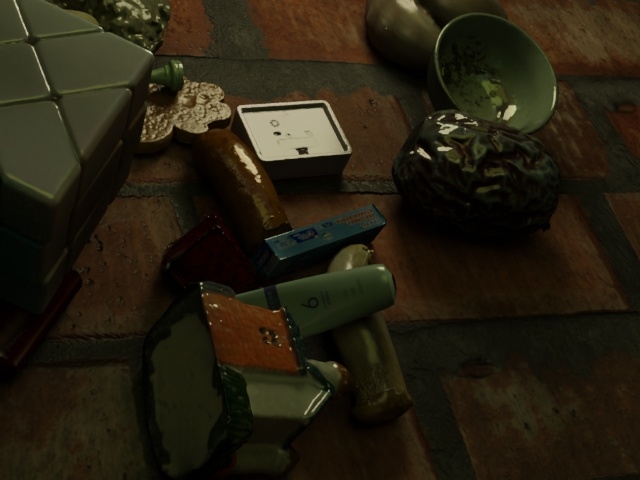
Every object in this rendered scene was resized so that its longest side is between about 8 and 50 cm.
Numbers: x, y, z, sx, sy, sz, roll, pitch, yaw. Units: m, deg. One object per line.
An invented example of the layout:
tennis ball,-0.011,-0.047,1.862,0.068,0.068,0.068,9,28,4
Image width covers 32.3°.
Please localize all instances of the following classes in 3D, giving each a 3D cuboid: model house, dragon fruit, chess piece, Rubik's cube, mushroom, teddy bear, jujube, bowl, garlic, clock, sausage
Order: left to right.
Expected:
Rubik's cube,-0.461,-0.141,1.601,0.322,0.316,0.319,26,53,-2
teddy bear,-0.462,-0.449,2.095,0.367,0.224,0.357,45,46,-1
chess piece,-0.330,-0.301,2.038,0.149,0.059,0.059,-5,53,-15
dragon fruit,-0.176,0.049,1.837,0.161,0.120,0.127,52,4,-9
sausage,-0.143,-0.098,1.953,0.109,0.109,0.270,-13,54,-30
model house,-0.089,0.229,1.666,0.301,0.190,0.271,11,44,-32
clock,-0.056,-0.189,2.092,0.197,0.063,0.150,-7,54,-27
mushroom,0.070,0.148,1.836,0.122,0.095,0.351,19,44,-33
garlic,0.263,-0.459,2.410,0.340,0.231,0.246,27,-1,-20
jujube,0.300,-0.121,2.083,0.317,0.226,0.226,18,46,-13
bowl,0.331,-0.309,2.277,0.289,0.146,0.289,10,63,-19

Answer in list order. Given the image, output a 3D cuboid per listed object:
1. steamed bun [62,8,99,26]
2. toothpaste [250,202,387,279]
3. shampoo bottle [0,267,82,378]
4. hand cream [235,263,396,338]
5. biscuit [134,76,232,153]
steamed bun,-0.504,-0.302,1.910,0.250,0.200,0.155,-27,47,-27
toothpaste,0.000,0.000,1.927,0.272,0.066,0.053,-18,63,-42
shampoo bottle,-0.462,0.129,1.651,0.102,0.064,0.260,26,46,1
hand cream,-0.034,0.111,1.769,0.320,0.067,0.109,-16,74,0
biscuit,-0.308,-0.241,2.050,0.288,0.044,0.202,-9,52,-29
